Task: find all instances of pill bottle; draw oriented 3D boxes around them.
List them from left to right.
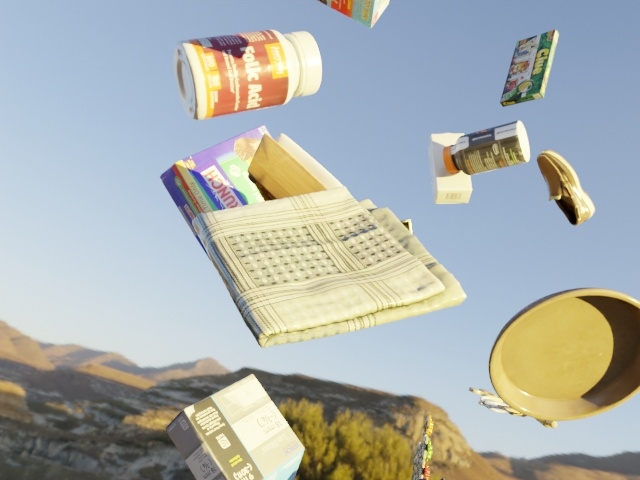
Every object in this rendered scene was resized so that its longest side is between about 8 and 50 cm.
[{"bbox_3d":[-0.210,-0.492,1.721,0.391,0.224,0.224,-16,-7,-23],"label":"pill bottle"},{"bbox_3d":[0.505,-0.276,1.811,0.245,0.131,0.130,-11,-31,29],"label":"pill bottle"}]

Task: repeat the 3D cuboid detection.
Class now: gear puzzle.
[{"bbox_3d":[0.344,0.751,1.966,0.044,0.339,0.176,14,-37,4],"label":"gear puzzle"}]

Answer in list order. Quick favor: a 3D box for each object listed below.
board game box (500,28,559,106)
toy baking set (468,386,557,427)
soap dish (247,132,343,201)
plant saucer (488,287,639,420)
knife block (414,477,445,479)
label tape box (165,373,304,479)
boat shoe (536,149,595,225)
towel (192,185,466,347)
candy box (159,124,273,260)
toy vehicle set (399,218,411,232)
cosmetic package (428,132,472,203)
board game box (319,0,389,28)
[{"bbox_3d":[0.655,-0.539,1.842,0.136,0.260,0.030,-3,-32,44],"label":"board game box"},{"bbox_3d":[0.459,0.402,1.402,0.196,0.030,0.256,16,-3,2],"label":"toy baking set"},{"bbox_3d":[-0.032,-0.075,1.276,0.229,0.118,0.291,44,-9,23],"label":"soap dish"},{"bbox_3d":[0.415,0.187,0.972,0.277,0.041,0.278,1,-61,1],"label":"plant saucer"},{"bbox_3d":[0.172,0.647,1.420,0.275,0.088,0.242,-17,-17,12],"label":"knife block"},{"bbox_3d":[-0.162,0.503,1.354,0.106,0.334,0.240,-47,-17,30],"label":"label tape box"},{"bbox_3d":[0.747,-0.160,1.824,0.257,0.095,0.095,52,-19,-1],"label":"boat shoe"},{"bbox_3d":[0.006,0.017,0.874,0.324,0.056,0.312,-9,34,-24],"label":"towel"},{"bbox_3d":[-0.225,-0.135,1.602,0.122,0.317,0.268,-26,-84,53],"label":"candy box"},{"bbox_3d":[0.214,0.017,2.218,0.266,0.166,0.035,-7,2,-3],"label":"toy vehicle set"},{"bbox_3d":[0.427,-0.240,1.954,0.117,0.231,0.086,0,-29,2],"label":"cosmetic package"},{"bbox_3d":[0.017,-0.654,1.275,0.301,0.086,0.308,31,-17,9],"label":"board game box"}]
